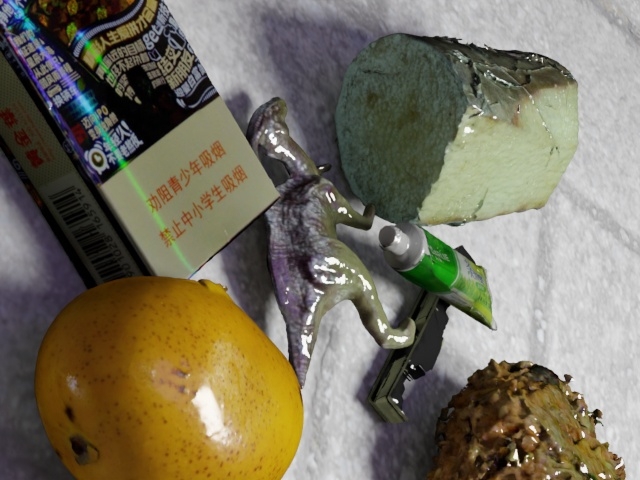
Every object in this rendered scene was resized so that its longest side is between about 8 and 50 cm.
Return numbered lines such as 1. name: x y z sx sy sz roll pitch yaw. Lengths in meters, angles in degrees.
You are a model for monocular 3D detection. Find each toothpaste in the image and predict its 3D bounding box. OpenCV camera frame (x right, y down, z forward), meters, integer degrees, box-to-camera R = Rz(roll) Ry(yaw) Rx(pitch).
1. toothpaste: 0.126 0.030 1.621 0.248 0.047 0.078 31 46 -55

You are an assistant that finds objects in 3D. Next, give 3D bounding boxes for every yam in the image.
1. yam: 0.156 -0.127 1.691 0.271 0.202 0.201 1 38 -44

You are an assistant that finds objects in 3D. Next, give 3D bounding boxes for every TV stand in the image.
1. TV stand: 0.111 0.096 1.664 0.036 0.042 0.249 49 43 -19

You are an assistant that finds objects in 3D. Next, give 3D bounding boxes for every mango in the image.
1. mango: -0.111 0.141 1.311 0.290 0.160 0.191 18 57 -54

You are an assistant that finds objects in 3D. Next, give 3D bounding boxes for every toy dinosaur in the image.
1. toy dinosaur: -0.006 0.002 1.549 0.162 0.077 0.294 9 55 -46

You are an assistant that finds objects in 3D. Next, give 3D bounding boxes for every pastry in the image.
1. pastry: 0.227 0.252 1.611 0.275 0.193 0.274 22 57 -40

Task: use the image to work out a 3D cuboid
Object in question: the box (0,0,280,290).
1. box: -0.184 -0.111 1.381 0.310 0.084 0.198 60 41 -12
